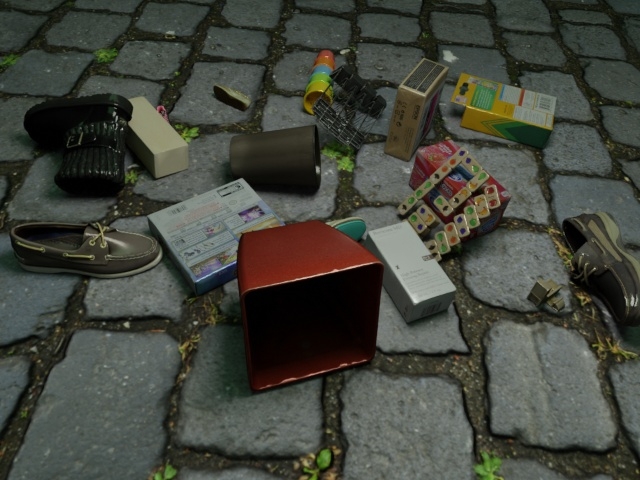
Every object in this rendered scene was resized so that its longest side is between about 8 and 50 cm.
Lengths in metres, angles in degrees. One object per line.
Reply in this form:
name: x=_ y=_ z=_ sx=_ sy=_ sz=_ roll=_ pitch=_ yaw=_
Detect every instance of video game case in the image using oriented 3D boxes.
video game case: x=-0.241 y=-0.018 z=1.305 sx=0.270 sy=0.061 sz=0.244 roll=-26 pitch=55 yaw=-27

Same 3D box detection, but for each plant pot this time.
plant pot: x=-0.048 y=0.105 z=1.099 sx=0.267 sy=0.267 sz=0.235 roll=-11 pitch=37 yaw=-15

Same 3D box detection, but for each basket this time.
basket: x=-0.118 y=-0.221 z=1.438 sx=0.227 sy=0.204 sz=0.154 roll=-2 pitch=72 yaw=6

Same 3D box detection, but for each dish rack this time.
dish rack: x=0.081 y=-0.397 z=1.629 sx=0.208 sy=0.074 sz=0.271 roll=38 pitch=56 yaw=-13

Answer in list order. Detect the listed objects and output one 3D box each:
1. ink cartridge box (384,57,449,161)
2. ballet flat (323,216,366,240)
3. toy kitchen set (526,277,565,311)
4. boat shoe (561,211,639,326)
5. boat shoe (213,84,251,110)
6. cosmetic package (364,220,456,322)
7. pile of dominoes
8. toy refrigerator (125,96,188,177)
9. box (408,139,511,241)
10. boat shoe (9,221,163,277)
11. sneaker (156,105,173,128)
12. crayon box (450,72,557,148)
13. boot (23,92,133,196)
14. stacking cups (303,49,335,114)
ink cartridge box: x=0.281 y=-0.383 z=1.576 sx=0.088 sy=0.234 sz=0.193 roll=26 pitch=51 yaw=16
ballet flat: x=0.000 y=0.000 z=1.307 sx=0.248 sy=0.086 sz=0.086 roll=-30 pitch=57 yaw=-28
toy kitchen set: x=0.546 y=0.120 z=1.252 sx=0.083 sy=0.075 sz=0.068 roll=-29 pitch=57 yaw=-23
boat shoe: x=0.672 y=0.066 z=1.297 sx=0.130 sy=0.132 sz=0.355 roll=0 pitch=38 yaw=7
boat shoe: x=-0.282 y=-0.462 z=1.718 sx=0.135 sy=0.050 sz=0.045 roll=34 pitch=49 yaw=10
cosmetic package: x=0.204 y=0.068 z=1.259 sx=0.117 sy=0.085 sz=0.231 roll=-16 pitch=52 yaw=-20
pile of dominoes: x=0.309 y=-0.089 z=1.325 sx=0.040 sy=0.251 sz=0.196 roll=20 pitch=32 yaw=-50
toy refrigerator: x=-0.484 y=-0.292 z=1.512 sx=0.102 sy=0.094 sz=0.269 roll=-25 pitch=56 yaw=-32
box: x=0.365 y=-0.137 z=1.432 sx=0.123 sy=0.128 sz=0.257 roll=-20 pitch=53 yaw=-22
boat shoe: x=-0.531 y=0.011 z=1.223 sx=0.325 sy=0.096 sz=0.116 roll=2 pitch=47 yaw=-4
sneaker: x=-0.466 y=-0.356 z=1.594 sx=0.047 sy=0.057 sz=0.119 roll=-14 pitch=52 yaw=-21
crayon box: x=0.591 y=-0.429 z=1.754 sx=0.323 sy=0.083 sz=0.203 roll=19 pitch=49 yaw=10
boot: x=-0.661 y=-0.240 z=1.421 sx=0.348 sy=0.131 sz=0.260 roll=-6 pitch=71 yaw=21
stacking cups: x=0.010 y=-0.545 z=1.790 sx=0.096 sy=0.096 sz=0.316 roll=8 pitch=47 yaw=1
